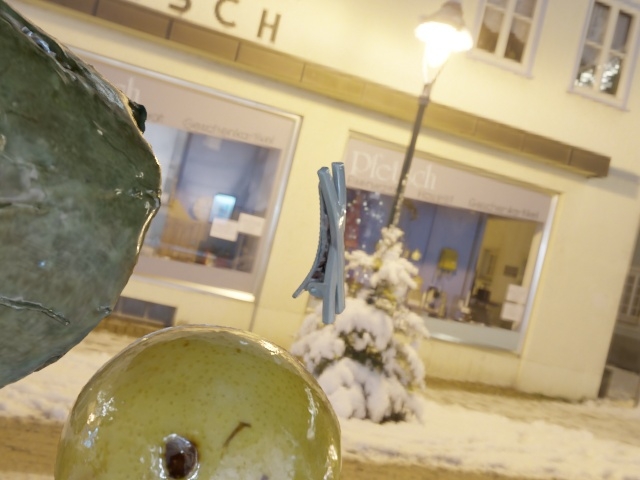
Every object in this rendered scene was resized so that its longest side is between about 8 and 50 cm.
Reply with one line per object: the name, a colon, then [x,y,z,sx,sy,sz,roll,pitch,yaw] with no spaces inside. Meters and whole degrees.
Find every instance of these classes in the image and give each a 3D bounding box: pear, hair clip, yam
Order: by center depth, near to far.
yam: [-0.232,-0.063,0.286,0.195,0.195,0.300,13,-20,42]
hair clip: [-0.001,0.000,0.501,0.039,0.115,0.030,13,24,20]
pear: [-0.132,0.270,0.848,0.349,0.348,0.348,14,-1,0]
